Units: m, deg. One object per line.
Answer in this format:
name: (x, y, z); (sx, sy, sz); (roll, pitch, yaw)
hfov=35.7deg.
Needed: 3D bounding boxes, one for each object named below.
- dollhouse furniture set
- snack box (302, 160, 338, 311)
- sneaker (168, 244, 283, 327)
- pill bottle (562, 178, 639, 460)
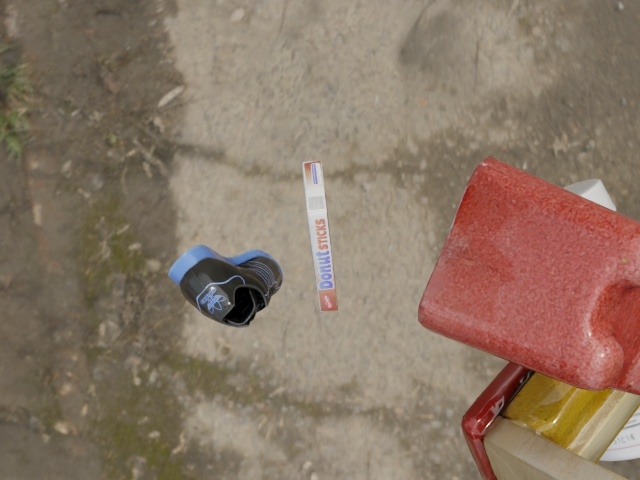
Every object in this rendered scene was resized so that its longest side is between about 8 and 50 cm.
dollhouse furniture set: (-0.016, 0.107, 0.339); (0.152, 0.374, 0.201); (26, 153, 40)
snack box: (0.000, 0.000, 1.016); (0.022, 0.064, 0.178); (-7, 144, 0)
sneaker: (-0.096, 0.064, 1.215); (0.081, 0.232, 0.090); (-48, 70, 14)
pill bottle: (0.311, 0.086, 1.113); (0.161, 0.161, 0.283); (-25, 95, 19)
